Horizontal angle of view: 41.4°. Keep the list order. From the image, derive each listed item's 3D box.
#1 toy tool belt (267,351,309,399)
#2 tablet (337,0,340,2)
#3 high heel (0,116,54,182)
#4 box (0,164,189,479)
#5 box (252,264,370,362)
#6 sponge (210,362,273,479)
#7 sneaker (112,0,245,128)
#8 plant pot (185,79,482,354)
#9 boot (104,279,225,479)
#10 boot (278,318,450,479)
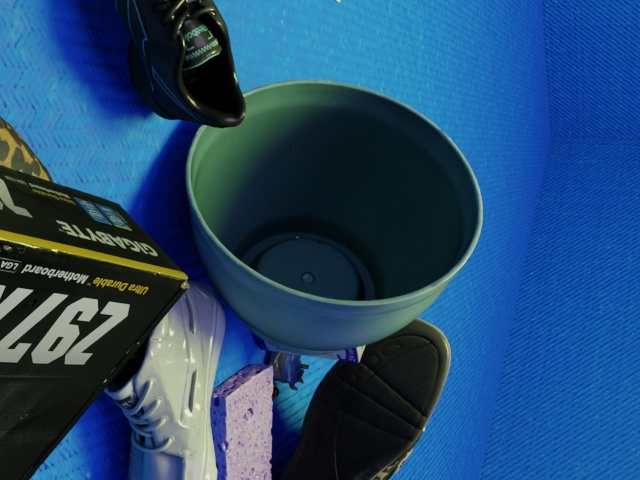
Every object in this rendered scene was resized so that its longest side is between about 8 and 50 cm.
[{"bbox_3d":[-0.041,0.165,1.084,0.052,0.051,0.083,51,49,-60],"label":"toy tool belt"},{"bbox_3d":[0.015,-0.367,1.167,0.083,0.006,0.054,12,84,-67],"label":"tablet"},{"bbox_3d":[-0.252,-0.099,0.525,0.186,0.093,0.261,-100,170,-71],"label":"high heel"},{"bbox_3d":[-0.236,0.070,0.366,0.257,0.079,0.322,-51,156,7],"label":"box"},{"bbox_3d":[-0.003,0.072,1.043,0.072,0.137,0.126,72,31,-41],"label":"box"},{"bbox_3d":[-0.094,0.262,1.002,0.117,0.031,0.210,-24,116,-65],"label":"sponge"},{"bbox_3d":[-0.124,-0.205,0.695,0.101,0.106,0.267,-39,137,-19],"label":"sneaker"},{"bbox_3d":[0.000,0.000,0.898,0.196,0.293,0.293,106,6,-51],"label":"plant pot"},{"bbox_3d":[-0.158,0.153,0.767,0.123,0.095,0.258,32,57,-59],"label":"boot"},{"bbox_3d":[0.076,0.251,1.172,0.377,0.138,0.284,-64,164,13],"label":"boot"}]
